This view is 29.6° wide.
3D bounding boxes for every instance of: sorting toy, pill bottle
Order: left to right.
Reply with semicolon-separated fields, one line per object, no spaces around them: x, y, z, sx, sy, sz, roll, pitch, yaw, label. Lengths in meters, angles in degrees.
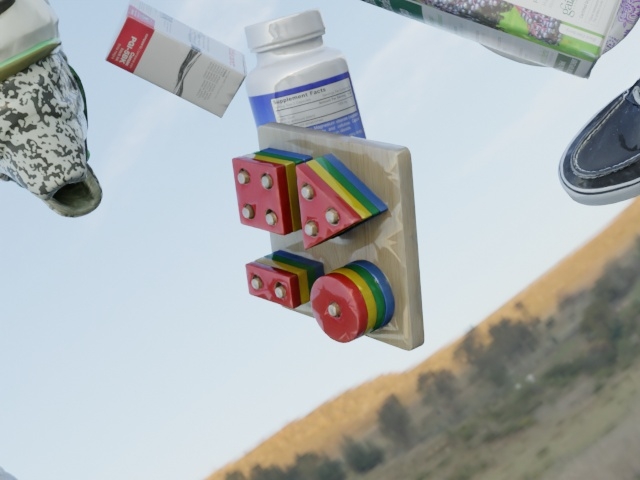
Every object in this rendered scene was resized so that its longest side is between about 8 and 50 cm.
-0.021;-0.184;1.720;0.152;0.272;0.152;-15;10;3;pill bottle
0.000;0.000;1.515;0.089;0.255;0.257;-22;-65;-38;sorting toy

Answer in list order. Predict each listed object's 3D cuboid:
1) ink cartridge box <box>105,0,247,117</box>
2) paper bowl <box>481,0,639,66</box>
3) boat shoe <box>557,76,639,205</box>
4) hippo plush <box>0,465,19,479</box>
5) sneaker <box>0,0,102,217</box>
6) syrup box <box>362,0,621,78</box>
-0.150;-0.192;1.269;0.056;0.135;0.099;-60;15;17;ink cartridge box
0.293;-0.376;1.552;0.148;0.284;0.284;-59;2;-40;paper bowl
0.368;-0.146;1.255;0.301;0.108;0.102;-32;-29;20;boat shoe
-0.506;0.403;1.635;0.236;0.294;0.234;-43;-17;-22;hippo plush
-0.265;-0.095;1.069;0.158;0.182;0.410;-29;7;-6;sneaker
0.093;-0.199;0.843;0.093;0.237;0.096;18;-88;-83;syrup box
